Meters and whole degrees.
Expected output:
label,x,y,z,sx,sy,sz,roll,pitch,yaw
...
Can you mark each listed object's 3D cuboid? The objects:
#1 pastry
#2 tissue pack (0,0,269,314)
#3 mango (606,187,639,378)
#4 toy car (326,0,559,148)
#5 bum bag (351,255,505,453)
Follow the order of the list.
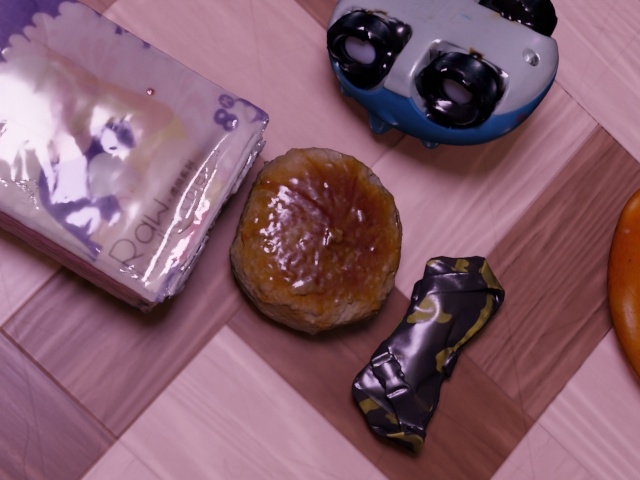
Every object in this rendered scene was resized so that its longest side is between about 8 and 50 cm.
label,x,y,z,sx,sy,sz,roll,pitch,yaw
pastry,0.000,0.000,1.380,0.182,0.093,0.193,22,73,-13
tissue pack,-0.250,-0.108,1.317,0.343,0.125,0.242,32,71,-9
mango,0.411,0.068,1.461,0.187,0.138,0.257,19,77,-30
toy car,0.129,-0.190,1.403,0.255,0.190,0.188,24,55,21
bum bag,0.121,0.112,1.406,0.106,0.060,0.232,35,74,-15
